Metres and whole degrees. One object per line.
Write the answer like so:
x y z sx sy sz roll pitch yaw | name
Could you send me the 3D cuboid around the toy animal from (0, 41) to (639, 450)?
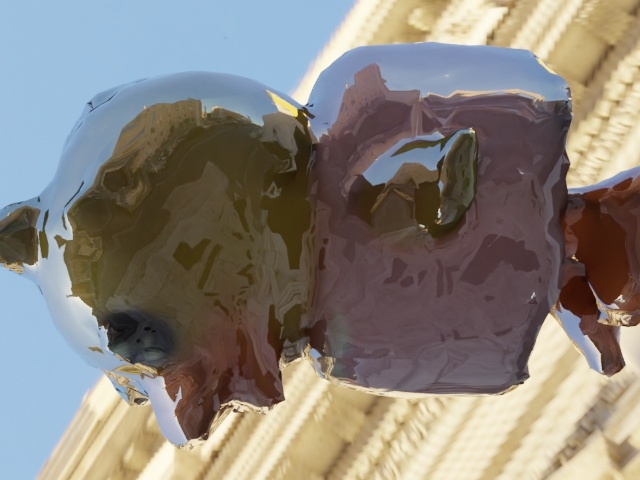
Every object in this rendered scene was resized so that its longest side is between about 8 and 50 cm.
-0.003 -0.004 0.790 0.281 0.195 0.169 -9 -112 -9 | toy animal
